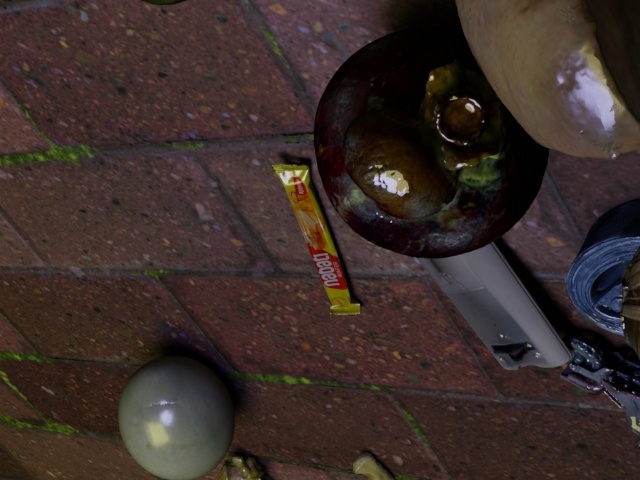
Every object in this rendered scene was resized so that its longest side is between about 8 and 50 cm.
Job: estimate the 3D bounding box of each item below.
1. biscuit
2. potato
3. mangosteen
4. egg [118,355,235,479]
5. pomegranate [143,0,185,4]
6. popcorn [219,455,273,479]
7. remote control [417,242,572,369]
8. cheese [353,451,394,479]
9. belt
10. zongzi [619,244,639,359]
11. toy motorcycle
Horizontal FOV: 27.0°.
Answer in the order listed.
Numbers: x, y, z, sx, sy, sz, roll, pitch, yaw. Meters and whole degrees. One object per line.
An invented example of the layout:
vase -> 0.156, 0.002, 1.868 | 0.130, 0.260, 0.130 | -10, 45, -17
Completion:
biscuit -> 0.000, 0.000, 1.714 | 0.048, 0.026, 0.292 | -5, 138, 16
potato -> 0.163, -0.201, 1.081 | 0.189, 0.264, 0.211 | -15, 133, 38
mangosteen -> 0.118, -0.096, 1.256 | 0.231, 0.231, 0.289 | 38, 169, -11
egg -> -0.233, 0.287, 2.156 | 0.186, 0.186, 0.253 | 16, 143, 22
pomegranate -> -0.149, -0.327, 1.280 | 0.131, 0.152, 0.191 | -1, 116, 50
popcorn -> -0.137, 0.435, 2.390 | 0.109, 0.089, 0.097 | 50, 180, -14
remote control -> 0.173, 0.045, 1.580 | 0.109, 0.055, 0.313 | -12, 122, 50
cheese -> 0.084, 0.379, 2.160 | 0.083, 0.044, 0.030 | 47, 161, -29
belt -> 0.345, 0.036, 1.420 | 0.141, 0.082, 0.190 | 41, 146, -7
zongzi -> 0.434, -0.018, 1.255 | 0.286, 0.288, 0.134 | 1, -172, -4
toy motorcycle -> 0.382, 0.185, 1.606 | 0.213, 0.082, 0.122 | 27, 144, 30
